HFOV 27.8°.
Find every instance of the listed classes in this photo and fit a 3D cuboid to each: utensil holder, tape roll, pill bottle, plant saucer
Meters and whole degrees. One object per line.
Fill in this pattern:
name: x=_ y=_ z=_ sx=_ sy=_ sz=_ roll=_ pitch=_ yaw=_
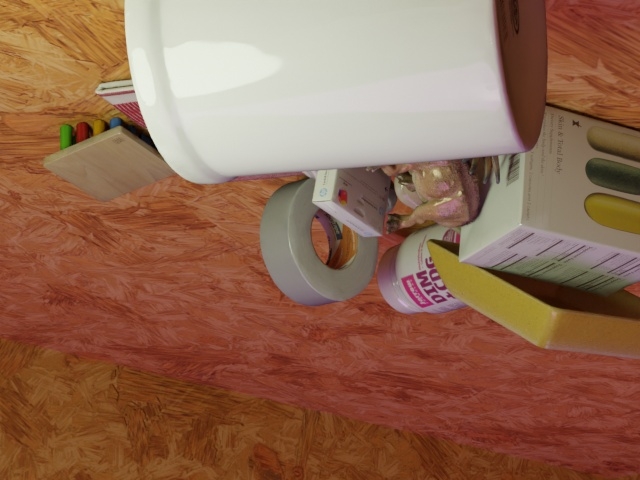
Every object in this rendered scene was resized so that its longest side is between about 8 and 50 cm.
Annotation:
utensil holder: x=0.033 y=-0.235 z=1.415 sx=0.386 sy=0.327 sz=0.327 roll=-3 pitch=158 yaw=19
tape roll: x=0.000 y=0.000 z=2.200 sx=0.219 sy=0.219 sz=0.072 roll=25 pitch=154 yaw=-39
pill bottle: x=0.235 y=0.043 z=2.311 sx=0.160 sy=0.160 sz=0.283 roll=19 pitch=157 yaw=-28
plant saucer: x=0.372 y=0.102 z=2.052 sx=0.333 sy=0.081 sz=0.333 roll=9 pitch=-166 yaw=-33

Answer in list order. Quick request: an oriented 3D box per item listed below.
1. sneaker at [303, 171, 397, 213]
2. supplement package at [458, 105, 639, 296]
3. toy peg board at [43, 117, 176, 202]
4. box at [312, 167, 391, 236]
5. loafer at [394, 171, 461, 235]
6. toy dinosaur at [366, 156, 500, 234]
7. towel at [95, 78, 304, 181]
sneaker: x=0.054 y=-0.111 z=2.042 sx=0.115 sy=0.105 sz=0.281 roll=-6 pitch=155 yaw=33
supplement package: x=0.372 y=-0.057 z=1.933 sx=0.263 sy=0.199 sz=0.198 roll=13 pitch=159 yaw=-17
toy peg board: x=-0.350 y=-0.152 z=2.156 sx=0.161 sy=0.079 sz=0.161 roll=-20 pitch=150 yaw=23
box: x=0.055 y=-0.116 z=1.910 sx=0.038 sy=0.186 sz=0.145 roll=-5 pitch=157 yaw=34
loafer: x=0.249 y=-0.060 z=2.115 sx=0.269 sy=0.101 sz=0.092 roll=18 pitch=164 yaw=-24
toy dinosaur: x=0.188 y=-0.093 z=1.882 sx=0.200 sy=0.127 sz=0.295 roll=3 pitch=139 yaw=21
towel: x=-0.164 y=-0.180 z=2.044 sx=0.237 sy=0.037 sz=0.329 roll=-4 pitch=156 yaw=34
